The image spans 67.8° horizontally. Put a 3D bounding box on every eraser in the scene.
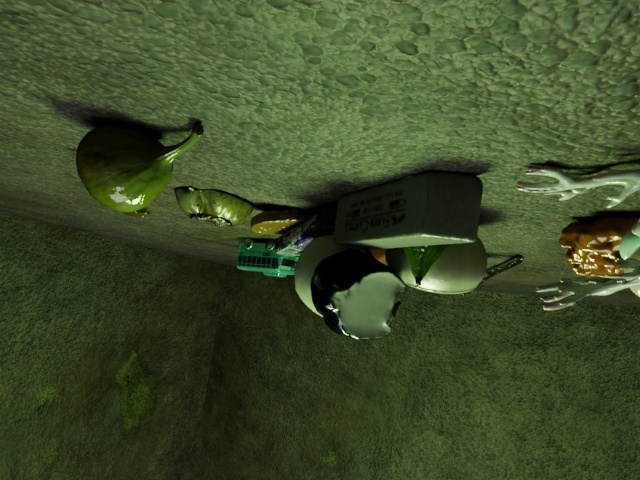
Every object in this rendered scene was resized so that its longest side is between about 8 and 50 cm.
[{"bbox_3d":[0.144,-0.048,0.898,0.077,0.112,0.352,14,170,-26],"label":"eraser"}]

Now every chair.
[{"bbox_3d":[0.531,0.080,1.574,0.229,0.113,0.106,-36,153,16],"label":"chair"}]

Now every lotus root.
[{"bbox_3d":[-0.280,-0.077,1.238,0.183,0.078,0.203,0,167,39],"label":"lotus root"}]

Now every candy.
[{"bbox_3d":[-0.015,-0.018,1.242,0.088,0.061,0.312,12,159,-29],"label":"candy"}]

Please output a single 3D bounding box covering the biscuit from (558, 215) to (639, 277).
[{"bbox_3d":[0.662,0.029,0.952,0.312,0.111,0.318,3,171,37],"label":"biscuit"}]

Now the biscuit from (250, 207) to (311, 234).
[{"bbox_3d":[-0.102,-0.057,1.297,0.170,0.050,0.170,-4,167,-1],"label":"biscuit"}]

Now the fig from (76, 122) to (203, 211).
[{"bbox_3d":[-0.275,-0.137,0.774,0.245,0.149,0.149,-16,163,20],"label":"fig"}]

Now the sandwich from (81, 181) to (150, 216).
[{"bbox_3d":[-0.433,-0.113,1.079,0.088,0.090,0.244,11,170,5],"label":"sandwich"}]

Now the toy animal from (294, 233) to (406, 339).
[{"bbox_3d":[0.061,0.100,1.101,0.212,0.213,0.267,11,-166,-24],"label":"toy animal"}]

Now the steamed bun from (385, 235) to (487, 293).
[{"bbox_3d":[0.268,0.020,1.097,0.231,0.145,0.232,5,-163,-2],"label":"steamed bun"}]

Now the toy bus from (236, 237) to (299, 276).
[{"bbox_3d":[-0.216,0.072,1.980,0.256,0.147,0.128,3,173,35],"label":"toy bus"}]

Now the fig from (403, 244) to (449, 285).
[{"bbox_3d":[0.208,0.000,0.964,0.117,0.178,0.117,19,-176,-1],"label":"fig"}]

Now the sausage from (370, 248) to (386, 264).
[{"bbox_3d":[0.084,0.074,1.407,0.348,0.094,0.097,-29,160,13],"label":"sausage"}]

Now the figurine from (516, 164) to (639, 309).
[{"bbox_3d":[0.470,0.006,0.697,0.284,0.207,0.315,-11,158,34],"label":"figurine"}]
